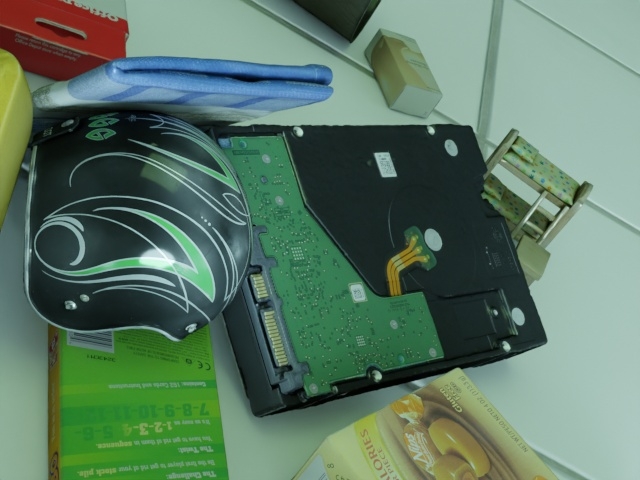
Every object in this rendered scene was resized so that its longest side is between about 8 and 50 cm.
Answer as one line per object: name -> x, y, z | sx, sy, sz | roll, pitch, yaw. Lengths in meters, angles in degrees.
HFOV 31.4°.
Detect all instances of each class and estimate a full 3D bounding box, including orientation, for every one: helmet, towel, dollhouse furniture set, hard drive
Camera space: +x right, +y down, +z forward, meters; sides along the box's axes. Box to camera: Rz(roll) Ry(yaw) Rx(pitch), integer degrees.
helmet -> -0.129, -0.011, 0.835 | 0.161, 0.169, 0.169 | 3, 42, -9
towel -> -0.152, -0.108, 0.906 | 0.209, 0.285, 0.034 | -3, 87, -41
dollhouse furniture set -> 0.187, -0.055, 1.244 | 0.182, 0.101, 0.161 | 36, 34, 1
hard drive -> 0.048, 0.013, 1.017 | 0.339, 0.064, 0.237 | -7, 73, -45

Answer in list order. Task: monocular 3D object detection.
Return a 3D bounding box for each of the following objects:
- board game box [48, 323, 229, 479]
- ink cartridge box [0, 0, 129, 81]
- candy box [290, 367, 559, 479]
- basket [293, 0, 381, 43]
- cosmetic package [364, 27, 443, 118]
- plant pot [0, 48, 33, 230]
board game box -> -0.127, 0.149, 0.796 | 0.124, 0.039, 0.259 | 14, 36, -25
ink cartridge box -> -0.262, -0.228, 1.094 | 0.134, 0.078, 0.231 | 15, 39, -26
candy box -> 0.137, 0.258, 0.841 | 0.183, 0.087, 0.316 | -18, 61, -49
basket -> -0.016, -0.375, 1.422 | 0.227, 0.154, 0.204 | 30, 37, -1
cosmetic package -> 0.102, -0.207, 1.409 | 0.060, 0.041, 0.115 | 10, 41, -32
plant pot -> -0.286, -0.040, 0.685 | 0.212, 0.187, 0.212 | 20, 66, -20
